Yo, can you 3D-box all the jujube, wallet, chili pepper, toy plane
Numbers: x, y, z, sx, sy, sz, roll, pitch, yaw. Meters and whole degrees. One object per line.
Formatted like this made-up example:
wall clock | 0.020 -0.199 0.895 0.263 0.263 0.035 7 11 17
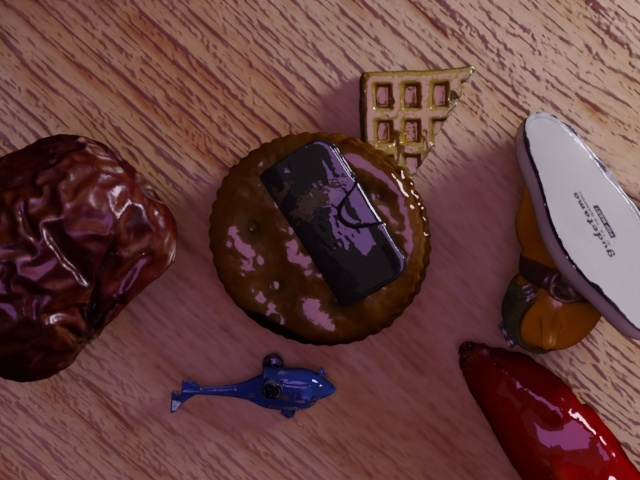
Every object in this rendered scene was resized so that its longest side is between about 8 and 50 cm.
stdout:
jujube | -0.262 0.012 1.444 0.213 0.213 0.232 44 94 -3
wallet | 0.014 -0.018 1.451 0.082 0.018 0.156 -30 95 16
chili pepper | 0.269 0.250 1.522 0.110 0.110 0.387 -38 89 3
toy plane | -0.068 0.153 1.540 0.167 0.054 0.062 0 120 -1

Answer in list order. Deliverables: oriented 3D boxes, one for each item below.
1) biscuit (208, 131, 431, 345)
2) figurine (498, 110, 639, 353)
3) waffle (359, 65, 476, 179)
biscuit | 0.000 0.000 1.499 0.221 0.066 0.220 2 99 12
figurine | 0.227 0.013 1.513 0.141 0.167 0.250 -37 66 38
waffle | 0.098 -0.076 1.531 0.125 0.032 0.191 -4 98 -3
